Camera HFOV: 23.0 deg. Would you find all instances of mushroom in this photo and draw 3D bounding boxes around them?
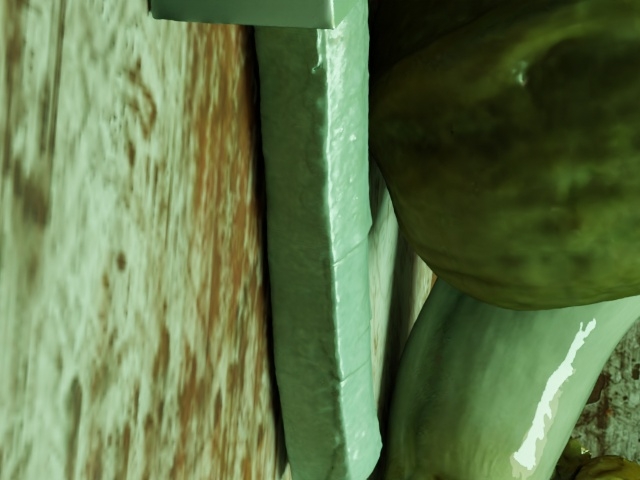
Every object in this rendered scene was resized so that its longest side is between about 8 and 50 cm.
[{"bbox_3d":[0.146,0.059,1.004,0.397,0.177,0.126,-53,141,-9],"label":"mushroom"}]

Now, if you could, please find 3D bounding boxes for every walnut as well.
[{"bbox_3d":[0.158,-0.083,0.856,0.283,0.283,0.227,32,45,-76],"label":"walnut"}]

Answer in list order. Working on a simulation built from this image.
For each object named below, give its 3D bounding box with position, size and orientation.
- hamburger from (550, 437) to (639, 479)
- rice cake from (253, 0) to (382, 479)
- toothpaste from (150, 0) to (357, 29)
[{"bbox_3d":[0.196,0.286,1.298,0.260,0.211,0.245,17,71,-73],"label":"hamburger"},{"bbox_3d":[0.000,0.000,0.674,0.045,0.042,0.245,-41,136,-52],"label":"rice cake"},{"bbox_3d":[0.010,-0.169,0.633,0.336,0.067,0.081,-61,154,-64],"label":"toothpaste"}]
